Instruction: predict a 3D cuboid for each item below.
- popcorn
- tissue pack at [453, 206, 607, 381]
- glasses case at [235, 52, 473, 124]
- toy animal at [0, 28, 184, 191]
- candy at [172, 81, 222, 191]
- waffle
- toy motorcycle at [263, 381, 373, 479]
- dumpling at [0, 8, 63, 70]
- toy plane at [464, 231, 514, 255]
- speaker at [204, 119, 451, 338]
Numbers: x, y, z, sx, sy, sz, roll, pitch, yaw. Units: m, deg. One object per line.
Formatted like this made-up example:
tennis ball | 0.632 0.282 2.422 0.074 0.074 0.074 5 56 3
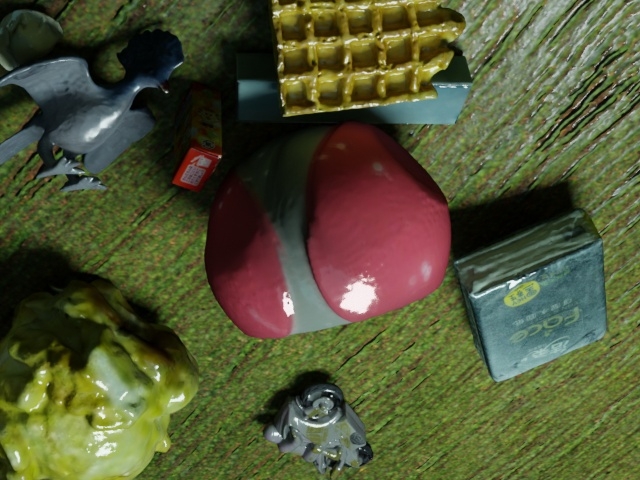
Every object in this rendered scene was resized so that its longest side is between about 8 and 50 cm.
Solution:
popcorn | -0.338 0.208 1.488 0.312 0.312 0.312 -3 135 -2
tissue pack | 0.290 0.076 1.484 0.185 0.081 0.257 -23 145 1
glasses case | 0.035 -0.181 1.275 0.266 0.056 0.105 0 159 -5
toy animal | -0.268 -0.141 1.239 0.255 0.176 0.239 -3 157 23
candy | -0.142 -0.120 1.261 0.038 0.122 0.062 17 132 -22
waffle | 0.052 -0.226 1.177 0.211 0.055 0.160 -8 105 -3
toy motorcycle | -0.011 0.305 1.740 0.152 0.073 0.225 -15 133 12
dumpling | -0.323 -0.224 1.199 0.077 0.043 0.059 -21 118 38
toy plane | 0.246 0.027 1.501 0.102 0.040 0.111 16 130 -28
speaker | 0.000 0.000 1.289 0.294 0.294 0.294 -3 135 -2
